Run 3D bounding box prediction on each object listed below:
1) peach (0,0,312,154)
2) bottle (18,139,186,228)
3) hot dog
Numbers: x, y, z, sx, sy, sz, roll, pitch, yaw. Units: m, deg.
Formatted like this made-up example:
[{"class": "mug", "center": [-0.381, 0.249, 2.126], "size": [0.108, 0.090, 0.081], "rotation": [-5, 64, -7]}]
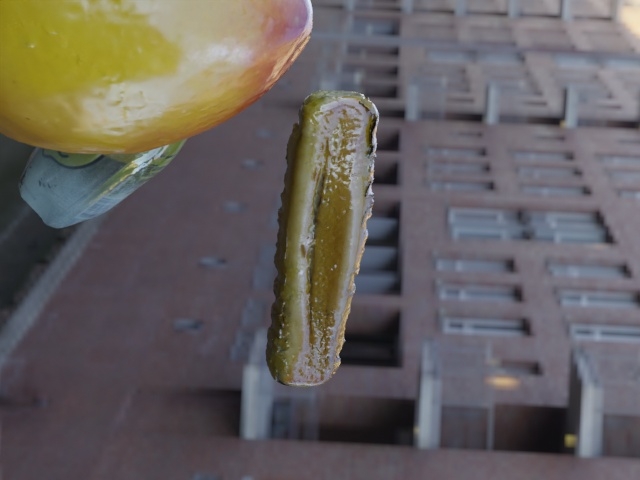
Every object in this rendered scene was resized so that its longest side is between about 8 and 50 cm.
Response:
[{"class": "peach", "center": [-0.168, -0.199, 1.089], "size": [0.289, 0.308, 0.289], "rotation": [-39, -147, 31]}, {"class": "bottle", "center": [-0.140, -0.101, 1.264], "size": [0.270, 0.083, 0.083], "rotation": [-35, -146, 33]}, {"class": "hot dog", "center": [-0.001, 0.000, 1.414], "size": [0.068, 0.083, 0.289], "rotation": [-99, -163, -65]}]
